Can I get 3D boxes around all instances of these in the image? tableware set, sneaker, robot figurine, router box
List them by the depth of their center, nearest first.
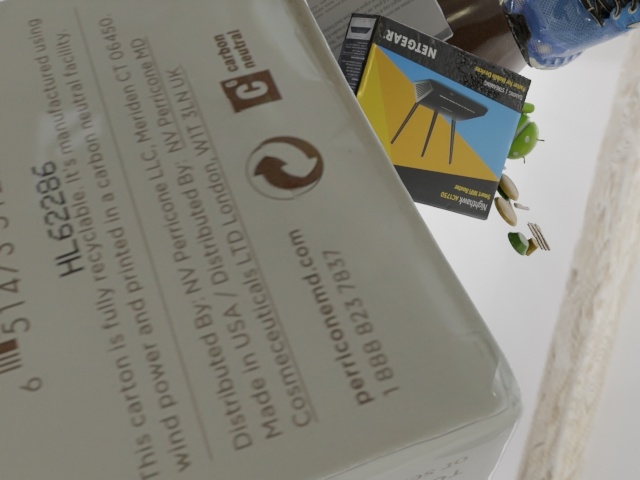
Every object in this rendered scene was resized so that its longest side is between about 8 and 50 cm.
[{"bbox_3d":[0.087,-0.099,0.724,0.046,0.179,0.133,25,-79,54],"label":"router box"},{"bbox_3d":[0.340,-0.294,0.957,0.129,0.330,0.147,64,-26,-5],"label":"sneaker"},{"bbox_3d":[0.258,-0.044,1.188,0.024,0.104,0.154,-37,-114,31],"label":"tableware set"},{"bbox_3d":[0.265,-0.164,1.234,0.115,0.067,0.101,42,-58,10],"label":"robot figurine"}]

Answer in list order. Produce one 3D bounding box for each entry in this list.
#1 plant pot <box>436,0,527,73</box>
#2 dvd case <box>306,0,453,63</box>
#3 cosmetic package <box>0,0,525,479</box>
[{"bbox_3d":[0.215,-0.296,1.180,0.215,0.231,0.215,54,-13,19],"label":"plant pot"},{"bbox_3d":[-0.011,-0.249,0.800,0.179,0.238,0.029,-31,-164,6],"label":"dvd case"},{"bbox_3d":[-0.113,0.089,0.559,0.393,0.328,0.329,86,-17,-59],"label":"cosmetic package"}]
